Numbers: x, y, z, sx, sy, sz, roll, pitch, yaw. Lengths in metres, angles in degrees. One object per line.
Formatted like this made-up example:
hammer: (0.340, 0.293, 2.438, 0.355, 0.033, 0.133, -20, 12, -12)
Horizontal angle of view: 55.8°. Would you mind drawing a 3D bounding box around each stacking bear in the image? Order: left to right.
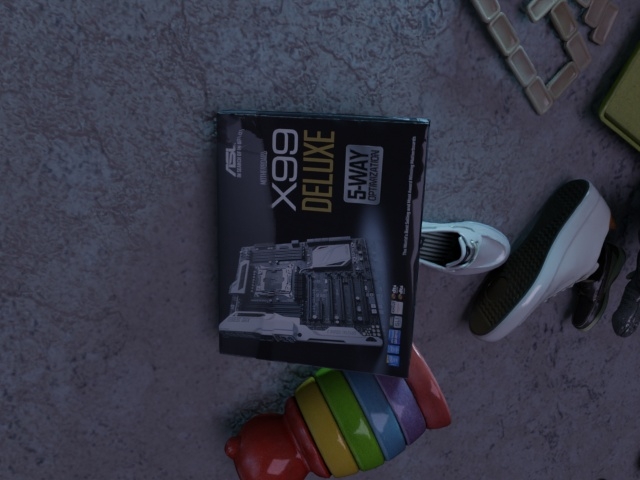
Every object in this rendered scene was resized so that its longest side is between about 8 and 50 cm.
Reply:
stacking bear: (0.015, 0.250, 0.833, 0.289, 0.164, 0.175, -27, 112, -6)

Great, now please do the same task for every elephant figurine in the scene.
elephant figurine: (0.534, 0.010, 0.899, 0.239, 0.169, 0.186, -46, 120, -33)

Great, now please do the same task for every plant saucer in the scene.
plant saucer: (0.519, -0.226, 0.930, 0.188, 0.045, 0.188, 28, 95, -24)

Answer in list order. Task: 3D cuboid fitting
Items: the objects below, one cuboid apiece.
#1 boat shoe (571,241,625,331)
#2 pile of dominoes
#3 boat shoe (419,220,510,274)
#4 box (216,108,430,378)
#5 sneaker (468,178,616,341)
boat shoe: (0.442, 0.073, 0.988, 0.049, 0.056, 0.152, 24, 87, -19)
pile of dominoes: (0.308, -0.331, 0.841, 0.196, 0.040, 0.251, -47, 123, -3)
boat shoe: (0.186, 0.016, 0.863, 0.226, 0.076, 0.083, 3, 104, -21)
box: (0.000, 0.000, 0.734, 0.243, 0.076, 0.307, 6, 106, 11)
sneaker: (0.350, 0.054, 0.916, 0.123, 0.106, 0.290, 40, 88, -22)
